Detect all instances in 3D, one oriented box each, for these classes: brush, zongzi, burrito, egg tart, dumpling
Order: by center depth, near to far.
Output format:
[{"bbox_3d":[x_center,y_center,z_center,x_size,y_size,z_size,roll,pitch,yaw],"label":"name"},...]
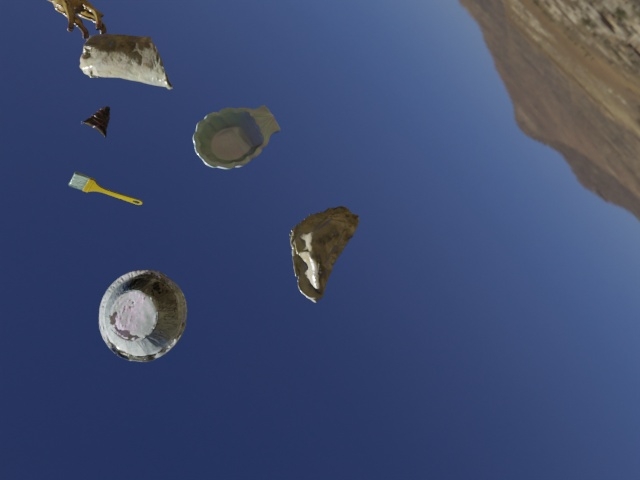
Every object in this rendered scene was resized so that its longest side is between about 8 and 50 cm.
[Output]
[{"bbox_3d":[-0.450,0.186,1.655,0.234,0.234,0.094,51,180,10],"label":"egg tart"},{"bbox_3d":[0.004,0.000,1.837,0.166,0.086,0.332,36,-127,-14],"label":"dumpling"},{"bbox_3d":[-0.601,-0.138,1.871,0.205,0.083,0.011,21,-121,-26],"label":"brush"},{"bbox_3d":[-0.645,-0.345,1.904,0.073,0.067,0.083,13,-101,-29],"label":"zongzi"},{"bbox_3d":[-0.636,-0.610,2.205,0.347,0.175,0.107,11,168,10],"label":"burrito"}]

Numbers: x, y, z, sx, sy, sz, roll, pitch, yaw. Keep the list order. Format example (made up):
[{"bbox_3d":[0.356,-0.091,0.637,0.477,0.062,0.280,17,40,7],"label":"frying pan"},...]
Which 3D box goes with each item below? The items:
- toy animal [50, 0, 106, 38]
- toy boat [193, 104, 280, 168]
[{"bbox_3d":[-0.694,-0.628,1.757,0.275,0.054,0.149,36,-134,-3],"label":"toy animal"},{"bbox_3d":[-0.274,-0.326,2.127,0.290,0.100,0.199,-29,-94,-21],"label":"toy boat"}]
